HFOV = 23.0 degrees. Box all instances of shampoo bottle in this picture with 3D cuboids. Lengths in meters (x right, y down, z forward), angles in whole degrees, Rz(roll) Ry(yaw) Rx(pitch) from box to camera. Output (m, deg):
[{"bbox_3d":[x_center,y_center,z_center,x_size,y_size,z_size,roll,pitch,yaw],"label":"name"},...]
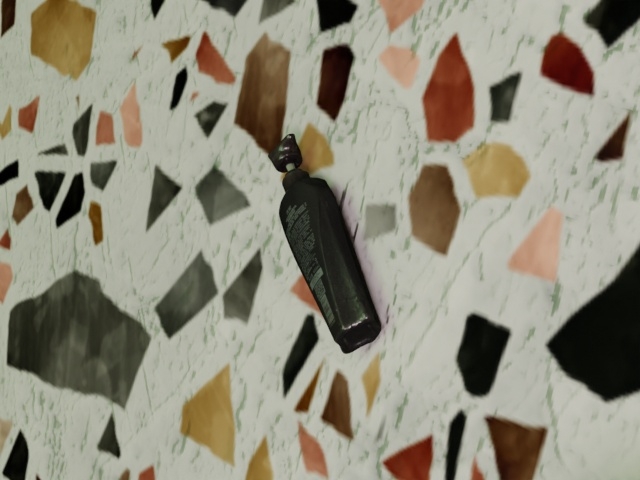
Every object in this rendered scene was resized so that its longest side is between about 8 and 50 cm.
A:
[{"bbox_3d":[0.000,0.000,0.892,0.048,0.027,0.137,-59,42,41],"label":"shampoo bottle"}]
